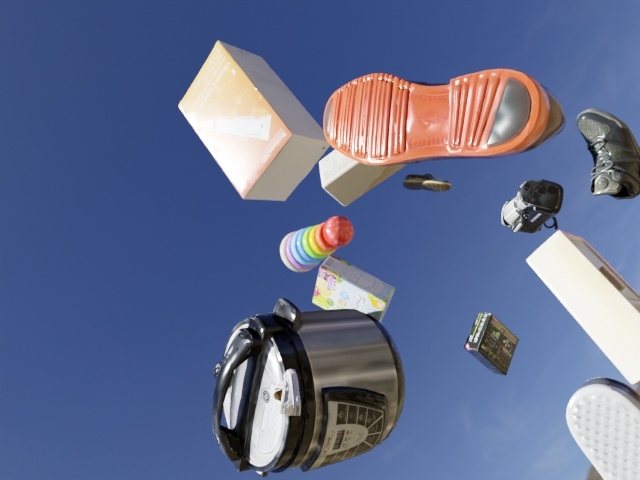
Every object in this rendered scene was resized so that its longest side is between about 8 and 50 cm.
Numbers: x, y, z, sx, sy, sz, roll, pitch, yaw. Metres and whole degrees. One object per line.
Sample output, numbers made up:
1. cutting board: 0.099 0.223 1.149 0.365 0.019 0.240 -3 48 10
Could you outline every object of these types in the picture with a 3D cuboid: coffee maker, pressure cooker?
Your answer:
1. coffee maker: 0.651 -0.102 1.469 0.171 0.120 0.178 -6 -17 -1
2. pressure cooker: -0.058 0.356 1.192 0.421 0.369 0.375 4 -28 -35

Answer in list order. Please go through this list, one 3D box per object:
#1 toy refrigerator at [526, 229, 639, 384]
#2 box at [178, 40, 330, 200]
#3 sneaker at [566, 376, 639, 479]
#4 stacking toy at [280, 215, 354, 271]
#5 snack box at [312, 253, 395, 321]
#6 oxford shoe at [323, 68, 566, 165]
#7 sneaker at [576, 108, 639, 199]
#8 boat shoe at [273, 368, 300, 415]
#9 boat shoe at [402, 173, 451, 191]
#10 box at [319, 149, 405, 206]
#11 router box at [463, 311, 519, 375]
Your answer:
1. toy refrigerator: 0.498 0.107 0.858 0.102 0.269 0.094 10 -51 -39
2. box: -0.172 -0.297 1.256 0.215 0.345 0.168 -48 -23 27
3. sneaker: 0.431 0.321 0.613 0.126 0.320 0.128 -32 -17 30
4. stacking toy: 0.000 0.000 1.519 0.141 0.330 0.141 8 -108 -26
5. snack box: 0.089 0.155 1.393 0.070 0.207 0.174 -53 -17 -38
6. oxford shoe: 0.114 -0.122 0.524 0.098 0.271 0.096 -3 -76 -44
7. sneaker: 0.643 -0.186 1.107 0.130 0.227 0.087 -37 2 -21
8. boat shoe: -0.049 0.211 0.689 0.035 0.100 0.035 1 -73 -8
9. boat shoe: 0.336 -0.187 1.547 0.056 0.152 0.049 54 -132 -58
10. box: 0.152 -0.262 1.558 0.311 0.147 0.121 -33 -50 25
11. router box: 0.380 0.228 1.091 0.122 0.038 0.092 40 -113 -26
